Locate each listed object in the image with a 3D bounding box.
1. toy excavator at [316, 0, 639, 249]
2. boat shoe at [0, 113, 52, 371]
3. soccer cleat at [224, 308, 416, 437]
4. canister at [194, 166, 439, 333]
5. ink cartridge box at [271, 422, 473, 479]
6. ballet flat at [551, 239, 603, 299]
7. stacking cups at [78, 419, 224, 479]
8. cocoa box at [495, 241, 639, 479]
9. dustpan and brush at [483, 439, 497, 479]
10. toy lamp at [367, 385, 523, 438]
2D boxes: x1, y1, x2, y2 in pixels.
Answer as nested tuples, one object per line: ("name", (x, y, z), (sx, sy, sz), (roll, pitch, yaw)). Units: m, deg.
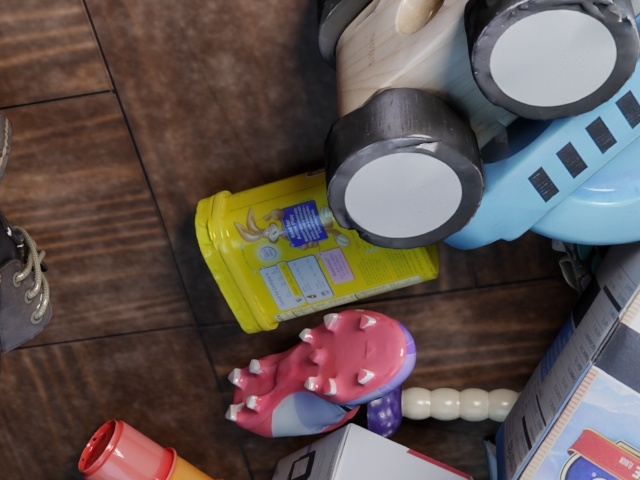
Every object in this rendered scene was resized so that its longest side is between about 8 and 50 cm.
("toy excavator", (0.275, -0.121, 1.157), (0.445, 0.222, 0.433), (28, 127, -29))
("boat shoe", (-0.288, 0.026, 1.364), (0.130, 0.132, 0.355), (10, 137, -16))
("soccer cleat", (0.014, 0.119, 1.395), (0.095, 0.083, 0.248), (18, 153, -32))
("canister", (0.000, 0.000, 1.340), (0.170, 0.073, 0.126), (-16, 125, 14))
("ink cartridge box", (0.038, 0.236, 1.472), (0.127, 0.072, 0.175), (24, 154, -14))
("ballet flat", (0.213, 0.011, 1.355), (0.041, 0.041, 0.114), (-14, 124, 15))
("stacking cups", (-0.086, 0.274, 1.560), (0.316, 0.096, 0.096), (40, 120, -18))
("cocoa box", (0.332, 0.174, 1.239), (0.347, 0.231, 0.228), (31, 98, 1))
("dustpan and brush", (0.220, 0.284, 1.474), (0.211, 0.060, 0.147), (24, 140, 37))
("toy lamp", (0.179, 0.147, 1.435), (0.274, 0.080, 0.080), (-2, 128, 5))
